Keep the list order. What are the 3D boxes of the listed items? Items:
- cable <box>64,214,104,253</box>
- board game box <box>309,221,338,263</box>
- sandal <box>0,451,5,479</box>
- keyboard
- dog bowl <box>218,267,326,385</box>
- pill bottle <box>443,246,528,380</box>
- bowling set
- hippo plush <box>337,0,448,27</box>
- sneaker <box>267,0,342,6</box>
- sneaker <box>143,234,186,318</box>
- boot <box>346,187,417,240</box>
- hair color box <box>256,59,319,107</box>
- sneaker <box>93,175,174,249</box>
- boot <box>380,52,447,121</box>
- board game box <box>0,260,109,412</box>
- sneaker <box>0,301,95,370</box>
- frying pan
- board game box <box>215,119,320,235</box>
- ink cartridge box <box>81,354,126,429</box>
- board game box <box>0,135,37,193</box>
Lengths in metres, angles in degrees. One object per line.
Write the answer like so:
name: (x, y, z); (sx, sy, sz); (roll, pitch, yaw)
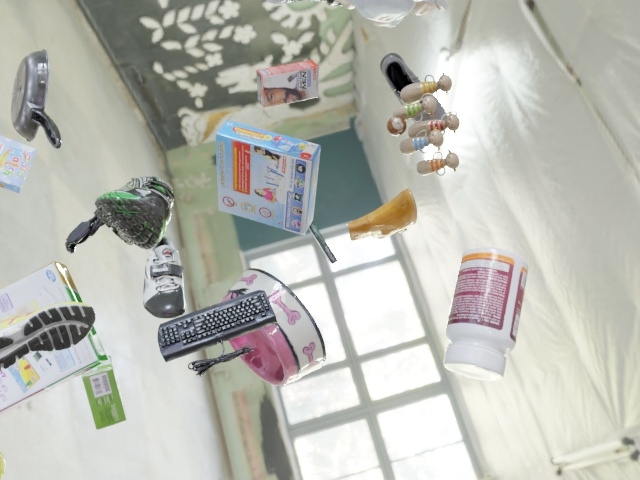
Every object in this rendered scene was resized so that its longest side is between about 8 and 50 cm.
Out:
cable: (-0.578, -0.042, 1.565); (0.047, 0.184, 0.150); (43, -4, -11)
board game box: (0.000, 0.000, 2.193); (0.186, 0.026, 0.126); (58, -2, -1)
sandal: (-0.813, 0.525, 1.245); (0.138, 0.317, 0.126); (33, -45, 31)
keyboard: (-0.272, 0.250, 1.636); (0.033, 0.317, 0.201); (85, -18, -50)
dog bowl: (-0.177, 0.298, 1.997); (0.408, 0.150, 0.408); (33, -36, 29)
pill bottle: (0.534, 0.240, 1.988); (0.224, 0.224, 0.392); (82, 24, -66)
bowling set: (0.289, -0.310, 1.681); (0.200, 0.154, 0.287); (-24, 101, -57)
hippo plush: (0.159, -0.457, 1.051); (0.234, 0.294, 0.237); (55, 21, -40)
sneaker: (-0.027, -0.618, 1.484); (0.268, 0.153, 0.101); (27, -65, 49)
sneaker: (-0.469, 0.098, 1.813); (0.330, 0.122, 0.146); (-122, -145, -52)
boot: (0.193, -0.066, 1.999); (0.295, 0.211, 0.104); (96, -20, -69)
hair color box: (-0.088, -0.428, 1.667); (0.053, 0.167, 0.093); (53, -29, 43)
sneaker: (-0.359, -0.078, 1.216); (0.134, 0.146, 0.343); (46, -16, -21)
boot: (0.313, -0.463, 2.027); (0.338, 0.118, 0.223); (42, 20, -18)
board game box: (-0.654, 0.223, 1.306); (0.242, 0.316, 0.064); (63, -4, 9)
sneaker: (-0.495, 0.149, 1.044); (0.094, 0.208, 0.081); (30, -47, 57)
frying pan: (-0.591, -0.254, 1.249); (0.197, 0.053, 0.326); (-47, -131, 38)
board game box: (-0.165, -0.189, 1.888); (0.308, 0.302, 0.086); (98, 13, -45)
ink cartridge box: (-0.713, 0.471, 2.003); (0.255, 0.097, 0.189); (-156, -125, -68)
board game box: (-0.970, -0.244, 1.798); (0.039, 0.211, 0.160); (-42, -144, 44)
